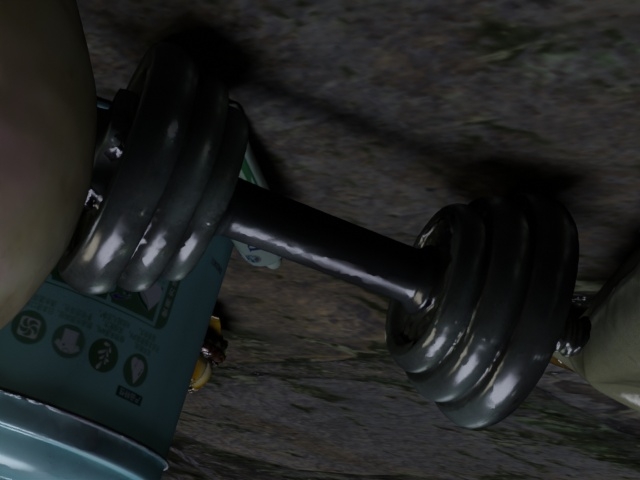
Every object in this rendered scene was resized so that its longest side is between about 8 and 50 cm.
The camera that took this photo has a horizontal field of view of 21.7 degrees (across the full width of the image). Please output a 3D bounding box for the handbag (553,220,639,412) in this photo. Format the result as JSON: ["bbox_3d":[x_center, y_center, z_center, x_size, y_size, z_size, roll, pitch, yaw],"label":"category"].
[{"bbox_3d":[0.312,0.071,1.186,0.253,0.109,0.316,13,158,0],"label":"handbag"}]

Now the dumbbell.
[{"bbox_3d":[0.000,0.000,1.135,0.406,0.179,0.179,21,163,-14],"label":"dumbbell"}]

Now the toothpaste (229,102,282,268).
[{"bbox_3d":[-0.064,-0.036,1.276,0.064,0.041,0.218,-17,148,6],"label":"toothpaste"}]

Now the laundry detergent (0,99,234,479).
[{"bbox_3d":[-0.234,0.065,1.349,0.287,0.305,0.287,16,164,5],"label":"laundry detergent"}]

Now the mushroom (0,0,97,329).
[{"bbox_3d":[-0.306,-0.097,0.927,0.353,0.353,0.325,12,125,16],"label":"mushroom"}]

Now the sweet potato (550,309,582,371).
[{"bbox_3d":[0.248,0.088,1.403,0.182,0.054,0.053,4,168,31],"label":"sweet potato"}]

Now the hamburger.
[{"bbox_3d":[-0.180,0.107,1.812,0.164,0.093,0.189,12,161,16],"label":"hamburger"}]
